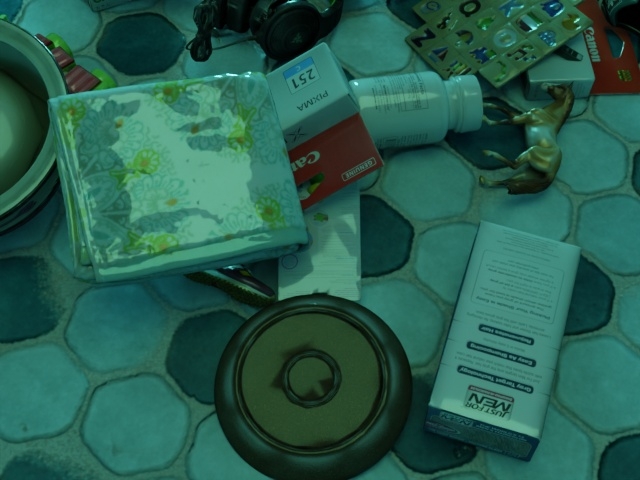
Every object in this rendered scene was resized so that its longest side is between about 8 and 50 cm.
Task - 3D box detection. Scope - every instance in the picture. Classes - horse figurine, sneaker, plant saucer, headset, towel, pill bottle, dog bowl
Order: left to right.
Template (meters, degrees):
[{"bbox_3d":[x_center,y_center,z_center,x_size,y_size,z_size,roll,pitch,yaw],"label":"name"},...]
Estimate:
[{"bbox_3d":[-0.611,-0.175,1.715,0.408,0.150,0.408,0,72,0],"label":"dog bowl"},{"bbox_3d":[-0.229,-0.104,1.612,0.375,0.090,0.320,-9,76,-17],"label":"towel"},{"bbox_3d":[-0.146,0.044,1.668,0.185,0.069,0.084,23,64,17],"label":"sneaker"},{"bbox_3d":[-0.114,-0.457,1.921,0.243,0.185,0.394,31,51,17],"label":"headset"},{"bbox_3d":[-0.013,0.219,1.554,0.311,0.050,0.310,-2,65,4],"label":"plant saucer"},{"bbox_3d":[0.168,-0.237,1.818,0.229,0.131,0.131,-7,58,-5],"label":"pill bottle"},{"bbox_3d":[0.375,-0.176,1.822,0.174,0.066,0.263,3,58,2],"label":"horse figurine"},{"bbox_3d":[0.586,-0.500,1.980,0.302,0.108,0.121,43,55,11],"label":"sneaker"}]

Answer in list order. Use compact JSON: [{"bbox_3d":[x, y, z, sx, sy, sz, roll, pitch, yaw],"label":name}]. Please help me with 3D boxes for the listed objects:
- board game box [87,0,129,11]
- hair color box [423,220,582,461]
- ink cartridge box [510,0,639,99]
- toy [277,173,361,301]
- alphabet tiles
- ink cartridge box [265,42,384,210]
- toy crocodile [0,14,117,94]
[{"bbox_3d":[-0.356,-0.593,2.078,0.305,0.053,0.193,-21,61,-13],"label":"board game box"},{"bbox_3d":[0.289,0.152,1.591,0.174,0.105,0.347,16,58,9],"label":"hair color box"},{"bbox_3d":[0.498,-0.399,1.971,0.239,0.060,0.275,-3,58,-2],"label":"ink cartridge box"},{"bbox_3d":[0.000,0.000,1.707,0.137,0.056,0.237,-1,67,3],"label":"toy"},{"bbox_3d":[0.348,-0.437,1.962,0.342,0.011,0.285,-34,55,-6],"label":"alphabet tiles"},{"bbox_3d":[-0.069,-0.169,1.735,0.296,0.066,0.261,-29,54,10],"label":"ink cartridge box"},{"bbox_3d":[-0.479,-0.305,1.865,0.340,0.105,0.115,38,65,20],"label":"toy crocodile"}]
